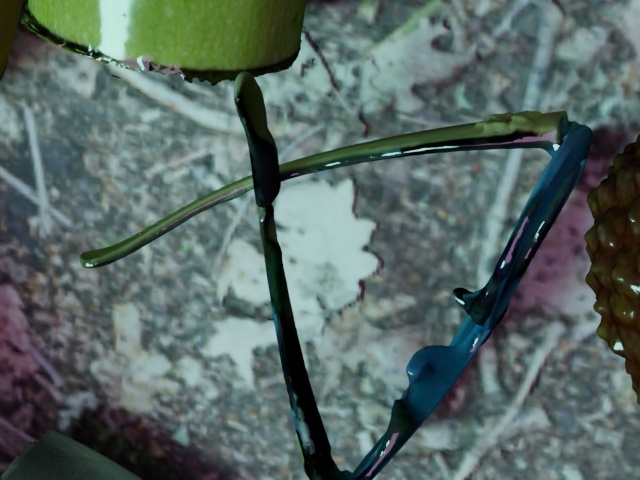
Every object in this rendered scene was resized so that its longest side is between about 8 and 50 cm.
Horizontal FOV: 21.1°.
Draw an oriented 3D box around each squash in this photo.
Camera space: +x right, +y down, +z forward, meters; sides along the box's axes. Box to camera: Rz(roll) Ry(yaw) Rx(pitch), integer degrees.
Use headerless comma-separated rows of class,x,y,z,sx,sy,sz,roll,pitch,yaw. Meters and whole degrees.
squash,-0.053,-0.201,0.739,0.132,0.132,0.247,17,117,13

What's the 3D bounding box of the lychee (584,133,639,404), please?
lychee,0.205,0.011,0.721,0.188,0.188,0.188,8,115,17

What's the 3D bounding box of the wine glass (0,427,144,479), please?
wine glass,-0.089,0.215,0.943,0.241,0.126,0.126,38,120,1

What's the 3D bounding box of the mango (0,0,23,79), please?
mango,-0.236,-0.207,0.789,0.253,0.182,0.365,3,125,17

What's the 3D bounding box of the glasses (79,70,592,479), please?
glasses,0.005,0.023,0.784,0.207,0.102,0.239,14,124,-21
